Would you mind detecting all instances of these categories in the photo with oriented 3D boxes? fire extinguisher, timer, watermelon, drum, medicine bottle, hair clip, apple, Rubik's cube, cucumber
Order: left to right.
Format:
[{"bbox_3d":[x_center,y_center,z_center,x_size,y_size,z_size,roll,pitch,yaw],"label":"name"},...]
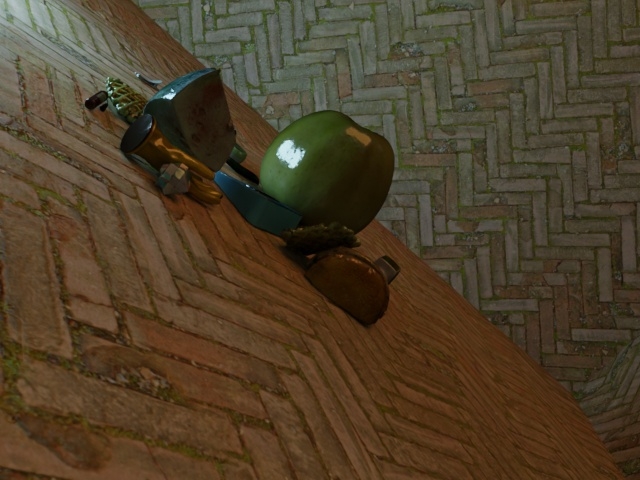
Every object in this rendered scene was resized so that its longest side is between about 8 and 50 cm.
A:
[{"bbox_3d":[-0.596,-0.377,1.624,0.049,0.035,0.173,34,17,-17],"label":"fire extinguisher"},{"bbox_3d":[-0.652,-0.610,2.273,0.030,0.039,0.115,43,13,34],"label":"hair clip"},{"bbox_3d":[-0.357,-0.155,1.450,0.084,0.073,0.075,-11,25,-19],"label":"Rubik's cube"},{"bbox_3d":[-0.339,-0.309,1.647,0.258,0.228,0.387,59,-22,-3],"label":"watermelon"},{"bbox_3d":[-0.377,-0.388,2.308,0.253,0.049,0.130,47,13,27],"label":"drum"},{"bbox_3d":[-0.284,-0.253,2.162,0.036,0.033,0.184,28,-3,46],"label":"cucumber"},{"bbox_3d":[-0.206,-0.117,1.889,0.250,0.091,0.232,35,7,34],"label":"timer"},{"bbox_3d":[0.028,-0.234,2.124,0.473,0.473,0.473,39,12,-10],"label":"apple"},{"bbox_3d":[0.201,0.126,2.085,0.088,0.132,0.188,44,13,10],"label":"medicine bottle"}]

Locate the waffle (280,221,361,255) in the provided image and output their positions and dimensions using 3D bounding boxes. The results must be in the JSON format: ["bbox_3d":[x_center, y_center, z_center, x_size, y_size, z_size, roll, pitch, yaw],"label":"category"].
[{"bbox_3d":[0.000,0.003,1.799,0.204,0.223,0.054,34,52,-64],"label":"waffle"}]

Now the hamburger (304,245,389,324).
[{"bbox_3d":[0.102,0.116,1.759,0.283,0.157,0.144,36,12,-12],"label":"hamburger"}]

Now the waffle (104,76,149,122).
[{"bbox_3d":[-0.546,-0.393,1.780,0.214,0.054,0.208,31,18,-51],"label":"waffle"}]

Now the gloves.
[{"bbox_3d":[-0.365,-0.193,1.558,0.294,0.116,0.133,39,14,-40],"label":"gloves"}]
